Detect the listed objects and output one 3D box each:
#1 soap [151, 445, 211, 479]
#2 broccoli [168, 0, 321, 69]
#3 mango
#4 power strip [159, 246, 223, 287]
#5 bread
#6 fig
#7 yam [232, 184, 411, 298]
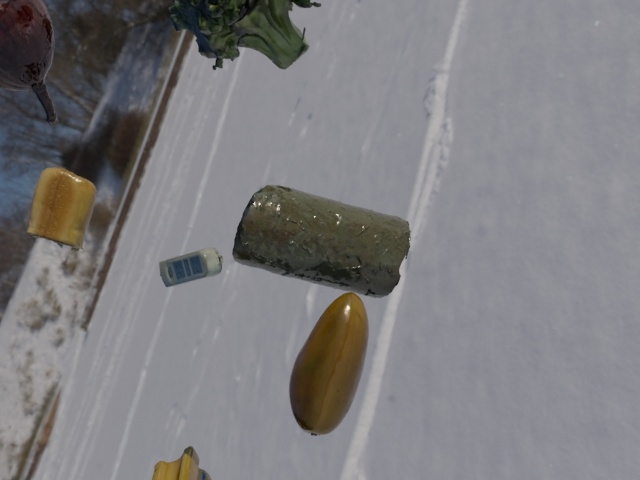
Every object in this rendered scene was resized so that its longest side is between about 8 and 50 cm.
[{"bbox_3d":[-0.241,0.544,1.391,0.096,0.204,0.324,-26,11,-1],"label":"soap"},{"bbox_3d":[-0.142,-0.478,1.555,0.293,0.281,0.348,-41,12,3],"label":"broccoli"},{"bbox_3d":[0.016,0.206,1.281,0.138,0.113,0.253,-126,52,-76],"label":"mango"},{"bbox_3d":[-0.213,0.044,1.209,0.191,0.030,0.047,-15,90,51],"label":"power strip"},{"bbox_3d":[-0.568,-0.069,1.670,0.085,0.134,0.173,24,-96,-84],"label":"bread"},{"bbox_3d":[-0.474,-0.292,1.139,0.148,0.149,0.202,-40,69,43],"label":"fig"},{"bbox_3d":[0.000,0.000,1.393,0.168,0.304,0.168,-165,90,-85],"label":"yam"}]
